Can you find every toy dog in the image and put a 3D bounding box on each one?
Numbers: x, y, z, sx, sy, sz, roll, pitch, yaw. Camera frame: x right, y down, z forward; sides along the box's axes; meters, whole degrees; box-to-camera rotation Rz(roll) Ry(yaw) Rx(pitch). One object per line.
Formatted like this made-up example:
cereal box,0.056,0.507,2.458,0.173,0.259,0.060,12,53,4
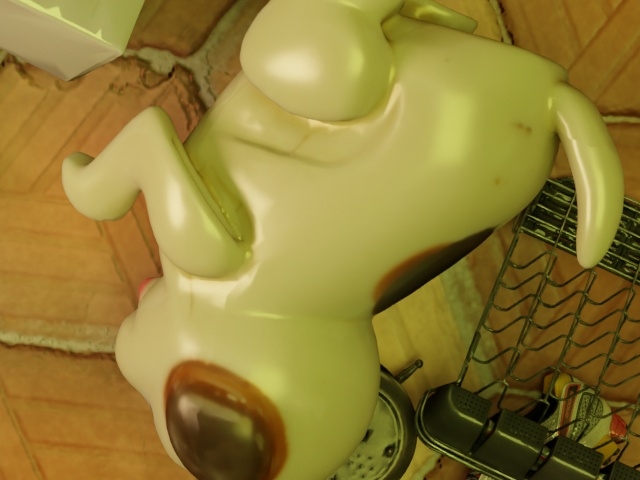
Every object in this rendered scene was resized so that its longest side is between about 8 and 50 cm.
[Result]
toy dog,0.000,0.000,1.403,0.395,0.284,0.408,29,99,9

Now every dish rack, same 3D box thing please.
dish rack,0.221,0.084,1.538,0.208,0.074,0.271,26,64,-2

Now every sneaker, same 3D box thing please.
sneaker,0.155,0.202,1.576,0.225,0.088,0.093,-41,97,-10

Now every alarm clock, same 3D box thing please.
alarm clock,0.012,0.181,1.557,0.129,0.064,0.192,15,99,-11

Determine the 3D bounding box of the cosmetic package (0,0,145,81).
cosmetic package,-0.292,-0.299,1.344,0.385,0.156,0.217,24,77,-18
